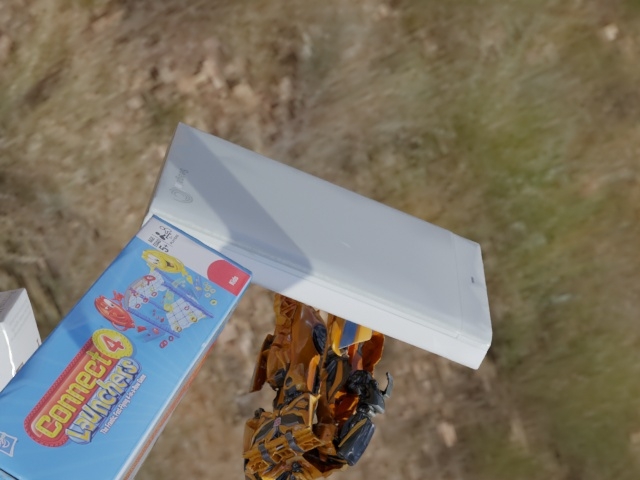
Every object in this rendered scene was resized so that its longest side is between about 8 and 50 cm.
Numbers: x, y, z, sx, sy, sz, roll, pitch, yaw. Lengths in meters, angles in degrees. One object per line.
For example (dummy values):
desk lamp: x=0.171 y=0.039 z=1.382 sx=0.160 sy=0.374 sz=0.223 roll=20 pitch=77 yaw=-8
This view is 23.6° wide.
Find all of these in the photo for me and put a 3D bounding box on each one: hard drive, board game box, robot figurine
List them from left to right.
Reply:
board game box: x=-0.188 y=0.176 z=1.033 sx=0.086 sy=0.302 sz=0.308 roll=31 pitch=30 yaw=0
robot figurine: x=-0.012 y=0.164 z=1.763 sx=0.085 sy=0.211 sz=0.291 roll=43 pitch=37 yaw=-27
hard drive: x=0.000 y=0.000 z=1.361 sx=0.308 sy=0.040 sz=0.203 roll=22 pitch=24 yaw=-8

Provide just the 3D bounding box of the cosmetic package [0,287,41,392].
cosmetic package: x=-0.417 y=0.118 z=1.588 sx=0.117 sy=0.231 sz=0.085 roll=-86 pitch=165 yaw=-74
